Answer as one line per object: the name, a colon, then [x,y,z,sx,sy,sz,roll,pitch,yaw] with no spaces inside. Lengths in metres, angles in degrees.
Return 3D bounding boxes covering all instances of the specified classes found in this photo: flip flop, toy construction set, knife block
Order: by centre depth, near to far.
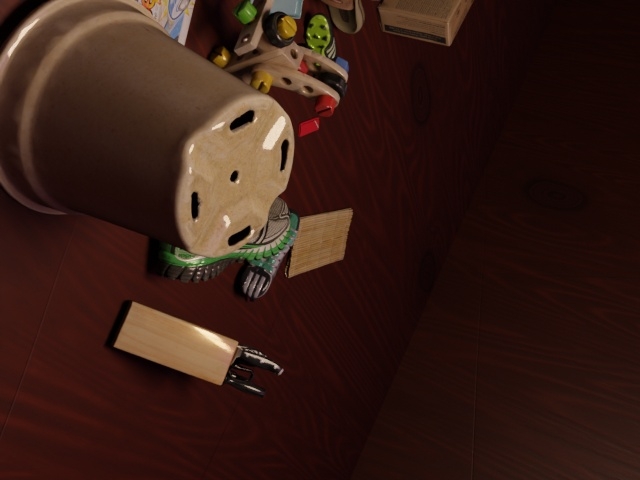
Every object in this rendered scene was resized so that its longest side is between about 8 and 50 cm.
toy construction set: [-0.129,-0.282,1.328,0.309,0.257,0.237,-56,136,-9]
knife block: [-0.211,0.209,1.399,0.088,0.242,0.276,-69,155,-9]
flip flop: [0.024,-0.520,1.591,0.080,0.112,0.277,-51,157,-11]

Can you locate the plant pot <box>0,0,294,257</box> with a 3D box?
plant pot: [-0.218,-0.135,1.021,0.334,0.305,0.334,-41,145,-37]

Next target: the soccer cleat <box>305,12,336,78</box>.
soccer cleat: [0.006,-0.432,1.659,0.179,0.060,0.072,82,25,-55]

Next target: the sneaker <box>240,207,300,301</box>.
sneaker: [-0.118,0.031,1.708,0.223,0.083,0.098,-62,177,-17]

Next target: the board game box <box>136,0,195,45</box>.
board game box: [-0.253,-0.361,1.174,0.136,0.035,0.201,-1,108,-64]

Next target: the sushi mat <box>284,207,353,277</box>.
sushi mat: [0.000,0.000,1.974,0.316,0.019,0.151,-15,120,-61]

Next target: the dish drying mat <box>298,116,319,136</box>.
dish drying mat: [-0.026,-0.263,1.754,0.083,0.008,0.032,-33,136,-55]

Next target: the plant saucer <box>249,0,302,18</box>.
plant saucer: [-0.088,-0.470,1.473,0.192,0.018,0.067,-23,126,-58]

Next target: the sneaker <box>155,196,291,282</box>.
sneaker: [-0.168,-0.033,1.450,0.343,0.134,0.146,-26,127,-54]

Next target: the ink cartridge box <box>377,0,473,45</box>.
ink cartridge box: [0.283,-0.623,1.937,0.234,0.193,0.088,-61,156,-22]
